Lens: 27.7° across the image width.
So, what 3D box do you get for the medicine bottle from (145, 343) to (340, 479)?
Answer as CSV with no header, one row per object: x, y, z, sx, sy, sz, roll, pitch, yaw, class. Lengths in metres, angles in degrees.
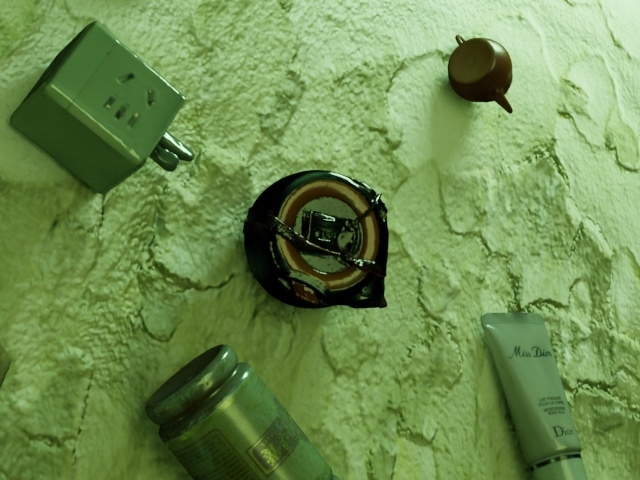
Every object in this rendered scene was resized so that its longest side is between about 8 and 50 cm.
-0.080,0.301,1.711,0.322,0.151,0.151,53,53,-9,medicine bottle

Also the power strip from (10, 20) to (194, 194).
-0.275,-0.156,1.739,0.224,0.139,0.140,40,54,-17,power strip

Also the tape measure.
0.000,0.000,1.882,0.222,0.135,0.202,7,79,-27,tape measure

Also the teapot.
0.276,-0.284,2.200,0.116,0.116,0.173,1,47,-35,teapot

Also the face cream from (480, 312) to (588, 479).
0.347,0.263,2.080,0.143,0.089,0.314,1,63,-35,face cream

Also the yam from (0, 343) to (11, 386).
-0.444,0.273,1.514,0.081,0.081,0.357,28,62,-25,yam
